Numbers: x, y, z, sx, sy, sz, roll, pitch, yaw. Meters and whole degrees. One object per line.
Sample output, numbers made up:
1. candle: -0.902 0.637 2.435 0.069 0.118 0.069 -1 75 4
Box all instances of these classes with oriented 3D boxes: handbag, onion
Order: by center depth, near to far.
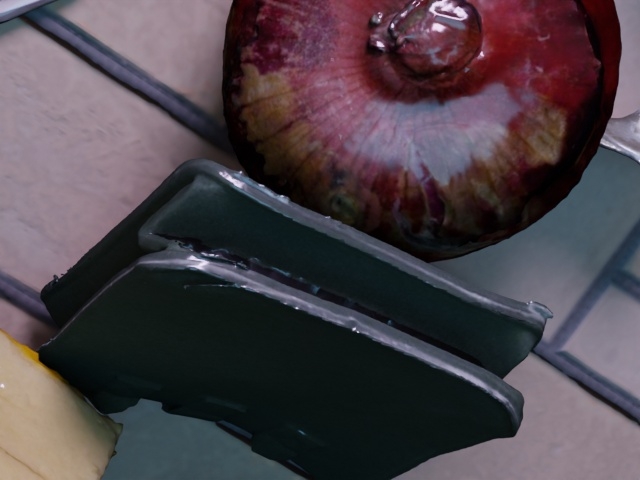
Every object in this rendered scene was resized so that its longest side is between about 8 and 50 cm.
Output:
1. onion: 0.060 -0.105 0.999 0.246 0.190 0.246 0 89 -6
2. handbag: -0.028 0.067 1.017 0.247 0.260 0.079 25 60 -19

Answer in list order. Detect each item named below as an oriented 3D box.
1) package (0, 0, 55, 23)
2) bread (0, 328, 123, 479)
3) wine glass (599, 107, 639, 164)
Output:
1. package: -0.243 -0.199 1.003 0.173 0.027 0.171 -22 113 -3
2. bread: -0.301 0.159 0.968 0.279 0.207 0.279 43 115 -16
3. wine glass: 0.236 -0.135 1.071 0.122 0.122 0.183 22 108 -16
